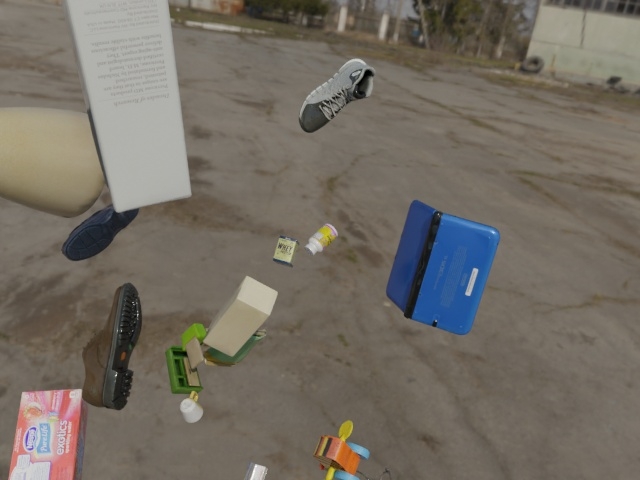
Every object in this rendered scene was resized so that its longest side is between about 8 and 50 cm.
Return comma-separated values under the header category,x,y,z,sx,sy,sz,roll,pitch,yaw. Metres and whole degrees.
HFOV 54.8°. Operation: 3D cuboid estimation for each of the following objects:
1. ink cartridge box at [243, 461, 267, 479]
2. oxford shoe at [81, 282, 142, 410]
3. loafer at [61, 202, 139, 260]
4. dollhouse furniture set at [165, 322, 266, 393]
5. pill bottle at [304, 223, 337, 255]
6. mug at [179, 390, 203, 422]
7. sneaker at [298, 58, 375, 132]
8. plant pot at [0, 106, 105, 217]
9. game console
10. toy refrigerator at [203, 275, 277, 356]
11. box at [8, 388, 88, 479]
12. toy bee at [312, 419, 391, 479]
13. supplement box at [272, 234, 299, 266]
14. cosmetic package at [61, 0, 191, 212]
category,x,y,z,sx,sy,sz,roll,pitch,yaw
ink cartridge box,-0.156,0.561,1.480,0.028,0.048,0.083,22,-21,-13
oxford shoe,-0.385,0.184,1.114,0.096,0.227,0.083,3,-19,13
loafer,-0.748,-0.039,2.081,0.095,0.109,0.302,10,45,42
dollhouse furniture set,-0.322,0.391,2.023,0.302,0.197,0.151,15,43,-45
pill bottle,0.000,0.000,1.484,0.043,0.043,0.083,26,59,38
mug,-0.392,0.495,1.843,0.062,0.064,0.078,-22,49,-8
sneaker,0.046,-0.348,1.506,0.086,0.228,0.132,40,3,-31
plant pot,-0.660,-0.189,1.353,0.257,0.256,0.274,21,7,29
game console,0.315,0.065,1.642,0.250,0.293,0.173,17,13,12
toy refrigerator,-0.228,0.216,1.742,0.102,0.269,0.094,29,45,-11
box,-0.691,0.548,1.574,0.154,0.142,0.299,0,56,-13
toy bee,0.046,0.593,1.620,0.162,0.298,0.195,0,34,36
supplement box,-0.108,0.035,1.953,0.056,0.083,0.083,15,-7,7
cosmetic package,-0.366,-0.306,1.158,0.162,0.453,0.230,-14,44,-19
